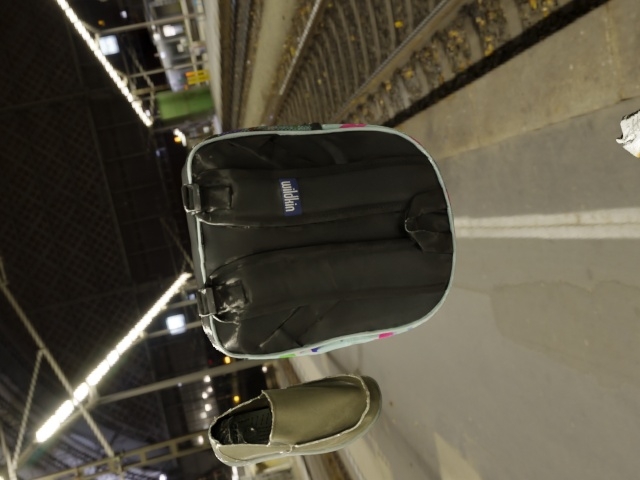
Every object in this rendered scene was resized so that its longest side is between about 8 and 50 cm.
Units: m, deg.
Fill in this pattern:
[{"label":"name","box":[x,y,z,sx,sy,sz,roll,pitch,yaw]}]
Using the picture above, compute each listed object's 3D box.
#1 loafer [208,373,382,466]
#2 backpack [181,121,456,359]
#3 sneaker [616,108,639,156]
[{"label":"loafer","box":[-0.039,0.242,0.895,0.087,0.251,0.094,55,-165,-60]},{"label":"backpack","box":[0.000,0.000,0.674,0.191,0.253,0.225,143,118,-81]},{"label":"sneaker","box":[0.333,-0.125,0.701,0.037,0.032,0.083,43,154,30]}]
